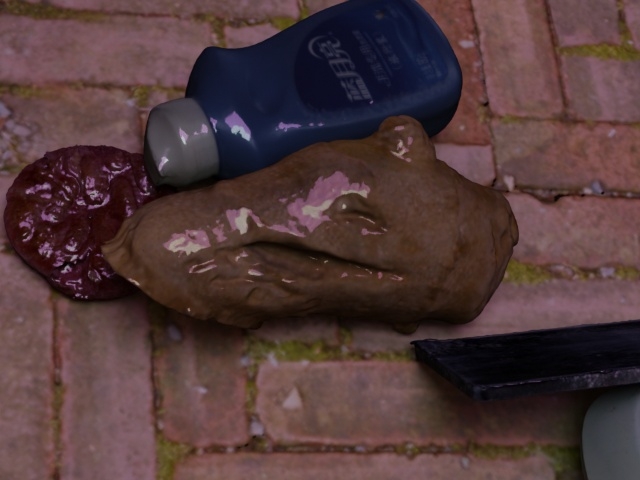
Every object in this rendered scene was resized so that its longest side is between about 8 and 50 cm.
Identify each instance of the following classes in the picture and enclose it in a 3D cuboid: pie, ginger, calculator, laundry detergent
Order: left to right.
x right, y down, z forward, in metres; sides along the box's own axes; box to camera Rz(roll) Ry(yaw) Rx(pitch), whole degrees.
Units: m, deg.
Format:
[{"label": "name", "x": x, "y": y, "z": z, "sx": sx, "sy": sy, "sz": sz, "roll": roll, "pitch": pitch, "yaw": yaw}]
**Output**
[{"label": "pie", "x": -0.187, "y": -0.017, "z": 1.103, "sx": 0.155, "sy": 0.036, "sz": 0.154, "roll": 4, "pitch": 63, "yaw": -8}, {"label": "laundry detergent", "x": -0.024, "y": -0.123, "z": 1.138, "sx": 0.290, "sy": 0.094, "sz": 0.143, "roll": -21, "pitch": 68, "yaw": -25}, {"label": "ginger", "x": 0.000, "y": 0.000, "z": 1.060, "sx": 0.354, "sy": 0.189, "sz": 0.126, "roll": -8, "pitch": 27, "yaw": -19}, {"label": "calculator", "x": 0.217, "y": 0.092, "z": 1.067, "sx": 0.262, "sy": 0.161, "sz": 0.021, "roll": -5, "pitch": 99, "yaw": -12}]

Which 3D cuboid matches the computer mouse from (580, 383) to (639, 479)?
[{"label": "computer mouse", "x": 0.342, "y": 0.188, "z": 1.068, "sx": 0.289, "sy": 0.097, "sz": 0.159, "roll": 4, "pitch": 57, "yaw": -20}]
